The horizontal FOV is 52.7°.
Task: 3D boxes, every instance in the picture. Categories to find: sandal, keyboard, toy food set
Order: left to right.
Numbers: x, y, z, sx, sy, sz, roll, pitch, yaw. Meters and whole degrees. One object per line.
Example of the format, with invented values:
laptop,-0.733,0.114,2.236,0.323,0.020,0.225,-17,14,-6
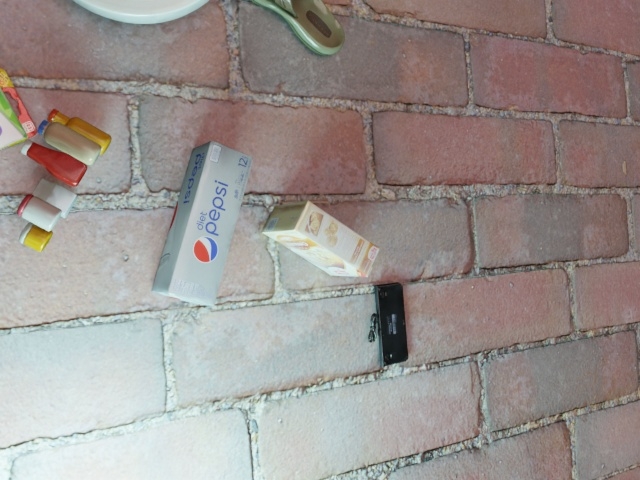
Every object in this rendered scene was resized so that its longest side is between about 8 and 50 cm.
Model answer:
toy food set,-0.441,-0.107,1.047,0.104,0.111,0.232,30,74,-14
sandal,-0.054,-0.501,1.302,0.303,0.086,0.120,34,71,-25
keyboard,0.144,0.187,1.428,0.108,0.023,0.180,-5,89,-37

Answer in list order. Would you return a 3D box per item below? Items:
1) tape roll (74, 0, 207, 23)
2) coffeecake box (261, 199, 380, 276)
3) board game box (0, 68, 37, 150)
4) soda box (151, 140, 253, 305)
tape roll,-0.316,-0.571,1.089,0.392,0.072,0.392,-2,98,-12
coffeecake box,0.000,0.000,1.280,0.185,0.142,0.068,33,73,-25
board game box,-0.588,-0.173,1.005,0.259,0.039,0.124,-33,105,-30
soda box,-0.215,-0.030,1.180,0.091,0.098,0.286,20,78,-30
